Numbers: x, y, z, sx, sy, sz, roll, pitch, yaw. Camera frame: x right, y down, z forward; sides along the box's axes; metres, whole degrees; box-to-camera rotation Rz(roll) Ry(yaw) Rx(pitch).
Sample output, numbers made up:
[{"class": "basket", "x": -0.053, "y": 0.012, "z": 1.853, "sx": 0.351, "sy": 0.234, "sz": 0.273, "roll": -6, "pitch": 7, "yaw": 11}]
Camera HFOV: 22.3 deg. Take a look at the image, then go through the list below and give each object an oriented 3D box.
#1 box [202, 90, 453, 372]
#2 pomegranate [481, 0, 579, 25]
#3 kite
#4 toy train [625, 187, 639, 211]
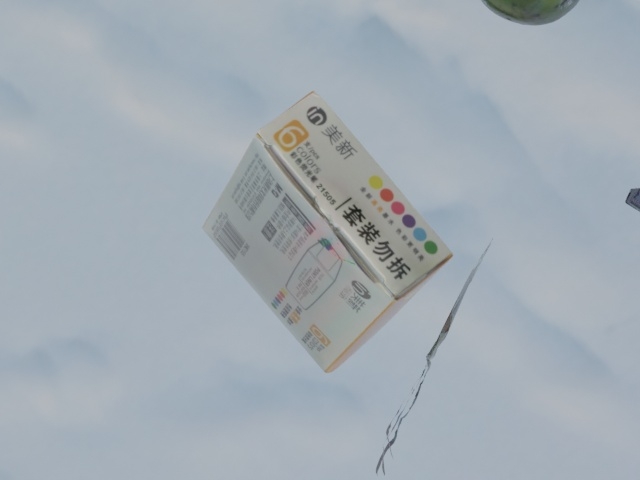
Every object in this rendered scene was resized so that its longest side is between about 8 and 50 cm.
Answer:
[{"class": "box", "x": 0.000, "y": 0.000, "z": 1.653, "sx": 0.221, "sy": 0.091, "sz": 0.274, "roll": 50, "pitch": 156, "yaw": 4}, {"class": "pomegranate", "x": 0.158, "y": -0.239, "z": 1.316, "sx": 0.142, "sy": 0.114, "sz": 0.114, "roll": 37, "pitch": 139, "yaw": 12}, {"class": "kite", "x": 0.099, "y": 0.099, "z": 1.422, "sx": 0.016, "sy": 0.229, "sz": 0.127, "roll": 24, "pitch": 157, "yaw": 7}, {"class": "toy train", "x": 0.297, "y": -0.018, "z": 1.382, "sx": 0.083, "sy": 0.017, "sz": 0.017, "roll": 31, "pitch": 170, "yaw": -13}]
